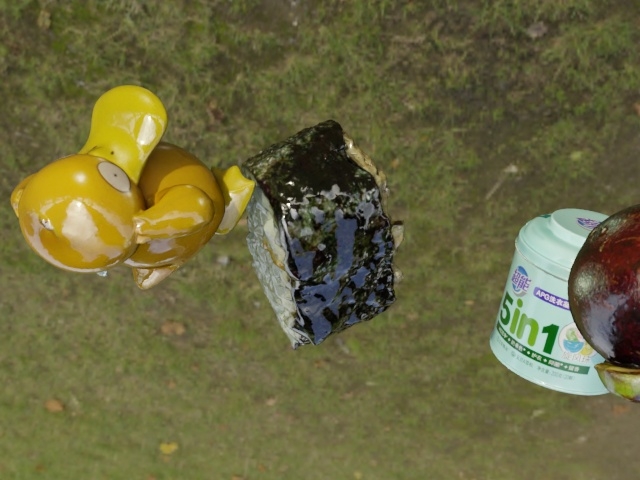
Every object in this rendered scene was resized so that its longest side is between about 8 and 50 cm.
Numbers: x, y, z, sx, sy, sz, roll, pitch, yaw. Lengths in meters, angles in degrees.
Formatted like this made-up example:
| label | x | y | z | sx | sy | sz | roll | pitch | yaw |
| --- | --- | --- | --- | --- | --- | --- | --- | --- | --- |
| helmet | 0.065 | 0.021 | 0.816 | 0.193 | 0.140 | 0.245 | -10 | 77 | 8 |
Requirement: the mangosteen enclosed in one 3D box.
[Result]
| label | x | y | z | sx | sy | sz | roll | pitch | yaw |
| --- | --- | --- | --- | --- | --- | --- | --- | --- | --- |
| mangosteen | 0.522 | 0.094 | 1.305 | 0.330 | 0.330 | 0.330 | 5 | 152 | 3 |

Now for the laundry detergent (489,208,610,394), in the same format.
| label | x | y | z | sx | sy | sz | roll | pitch | yaw |
| --- | --- | --- | --- | --- | --- | --- | --- | --- | --- |
| laundry detergent | 0.518 | 0.108 | 1.755 | 0.287 | 0.287 | 0.305 | 8 | 113 | -3 |

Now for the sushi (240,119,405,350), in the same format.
| label | x | y | z | sx | sy | sz | roll | pitch | yaw |
| --- | --- | --- | --- | --- | --- | --- | --- | --- | --- |
| sushi | 0.000 | 0.000 | 1.144 | 0.170 | 0.211 | 0.350 | -22 | 144 | -14 |

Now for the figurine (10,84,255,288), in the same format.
| label | x | y | z | sx | sy | sz | roll | pitch | yaw |
| --- | --- | --- | --- | --- | --- | --- | --- | --- | --- |
| figurine | -0.199 | -0.042 | 0.919 | 0.215 | 0.215 | 0.228 | -4 | 158 | 18 |

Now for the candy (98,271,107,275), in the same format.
| label | x | y | z | sx | sy | sz | roll | pitch | yaw |
| --- | --- | --- | --- | --- | --- | --- | --- | --- | --- |
| candy | -0.266 | 0.005 | 1.091 | 0.030 | 0.083 | 0.020 | 26 | -176 | -16 |
